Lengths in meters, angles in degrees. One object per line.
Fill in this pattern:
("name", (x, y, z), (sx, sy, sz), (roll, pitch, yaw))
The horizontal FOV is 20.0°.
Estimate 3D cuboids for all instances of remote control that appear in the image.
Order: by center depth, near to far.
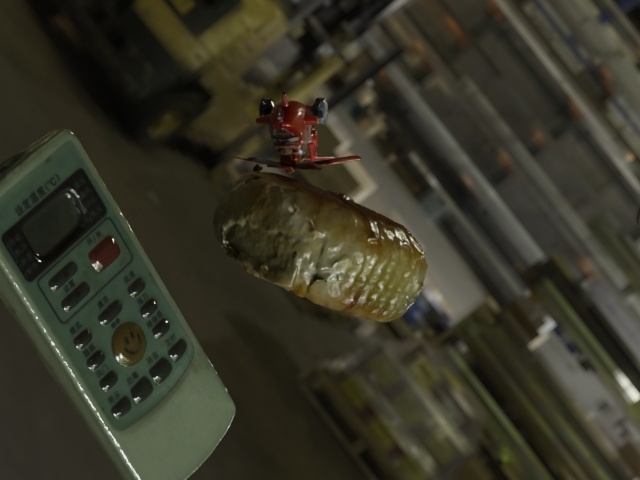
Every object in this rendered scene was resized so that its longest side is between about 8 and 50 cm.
("remote control", (-0.164, 0.060, 1.383), (0.038, 0.123, 0.285), (-7, -62, 48))

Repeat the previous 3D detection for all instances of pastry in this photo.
("pastry", (0.000, 0.000, 1.618), (0.192, 0.093, 0.182), (17, 8, -46))

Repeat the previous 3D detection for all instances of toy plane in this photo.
("toy plane", (-0.012, -0.103, 1.786), (0.194, 0.126, 0.077), (-1, 92, -61))

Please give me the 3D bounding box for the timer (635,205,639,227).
("timer", (0.436, -0.024, 1.604), (0.266, 0.175, 0.175), (31, 4, 12))
